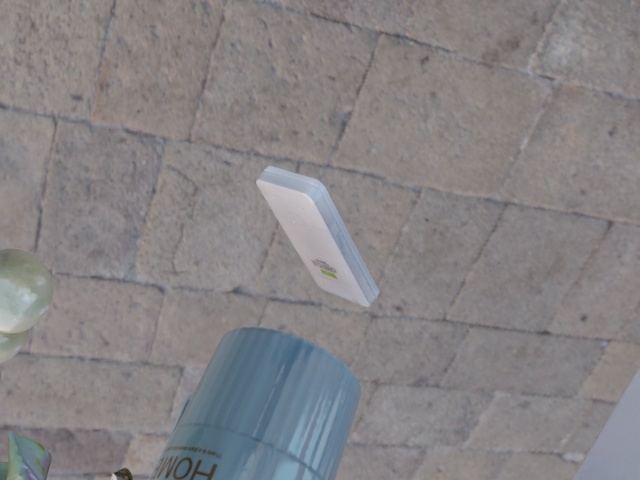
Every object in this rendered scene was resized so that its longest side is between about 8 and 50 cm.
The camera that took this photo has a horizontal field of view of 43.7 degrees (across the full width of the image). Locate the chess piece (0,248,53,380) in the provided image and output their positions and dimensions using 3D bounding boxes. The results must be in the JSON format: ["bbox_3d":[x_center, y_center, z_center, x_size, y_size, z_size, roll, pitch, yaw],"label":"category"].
[{"bbox_3d":[-0.501,0.136,1.179,0.167,0.167,0.299,30,115,-32],"label":"chess piece"}]

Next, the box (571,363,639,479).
[{"bbox_3d":[0.274,0.185,0.587,0.299,0.106,0.200,-54,139,-9],"label":"box"}]

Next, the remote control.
[{"bbox_3d":[0.000,0.000,1.075,0.034,0.103,0.250,-53,139,-22],"label":"remote control"}]

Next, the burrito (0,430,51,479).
[{"bbox_3d":[-0.257,0.133,0.418,0.229,0.144,0.089,16,117,27],"label":"burrito"}]

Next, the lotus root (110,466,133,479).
[{"bbox_3d":[-0.286,0.363,1.132,0.037,0.030,0.083,-2,122,-57],"label":"lotus root"}]

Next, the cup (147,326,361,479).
[{"bbox_3d":[-0.105,0.332,1.217,0.257,0.311,0.331,26,149,-4],"label":"cup"}]
